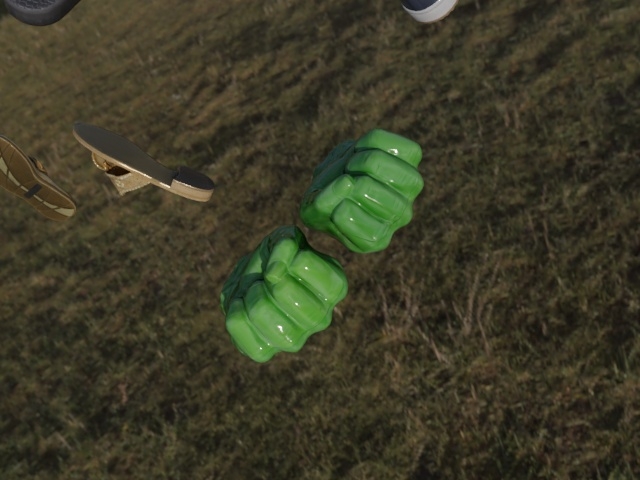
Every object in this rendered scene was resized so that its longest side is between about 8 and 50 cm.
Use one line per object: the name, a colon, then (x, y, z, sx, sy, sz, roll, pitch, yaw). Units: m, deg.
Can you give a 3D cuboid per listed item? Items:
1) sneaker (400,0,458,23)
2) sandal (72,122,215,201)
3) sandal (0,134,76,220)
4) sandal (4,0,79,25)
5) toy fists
sneaker: (0.112, -0.416, 1.026, 0.099, 0.153, 0.282, -6, 69, 36)
sandal: (-0.293, -0.099, 1.382, 0.240, 0.079, 0.088, 23, 27, -5)
sandal: (-0.460, -0.102, 1.379, 0.072, 0.180, 0.049, -30, 37, 21)
sandal: (-0.248, -0.324, 0.967, 0.097, 0.054, 0.254, 39, 68, 15)
toy fists: (0.000, 0.000, 0.893, 0.279, 0.096, 0.142, -50, 24, -6)
